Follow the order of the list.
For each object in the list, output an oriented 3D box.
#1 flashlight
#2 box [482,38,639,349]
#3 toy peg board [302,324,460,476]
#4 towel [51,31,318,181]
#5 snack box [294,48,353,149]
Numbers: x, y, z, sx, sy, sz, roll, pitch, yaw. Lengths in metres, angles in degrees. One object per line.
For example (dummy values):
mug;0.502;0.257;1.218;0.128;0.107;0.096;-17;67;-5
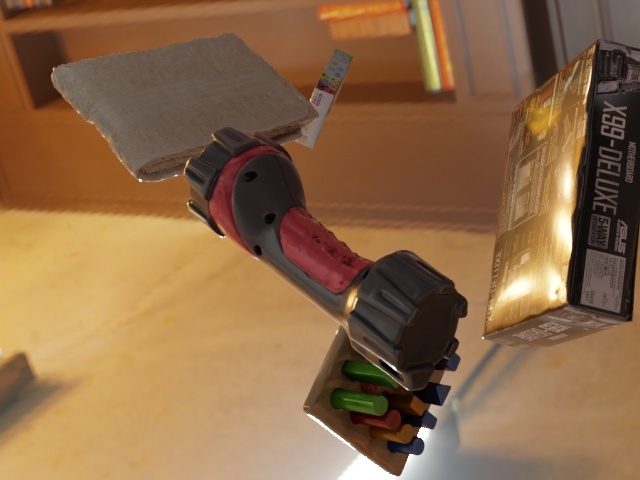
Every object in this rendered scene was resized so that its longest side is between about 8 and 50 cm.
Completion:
flashlight;0.000;0.000;1.022;0.103;0.103;0.304;-45;-135;-11
box;0.280;-0.042;1.367;0.076;0.308;0.242;13;164;-11
toy peg board;0.087;0.150;1.270;0.079;0.160;0.161;1;-122;48
towel;-0.153;-0.161;1.392;0.282;0.049;0.187;-18;-127;-41
snack box;0.005;-0.232;1.964;0.037;0.141;0.100;24;-128;-1
